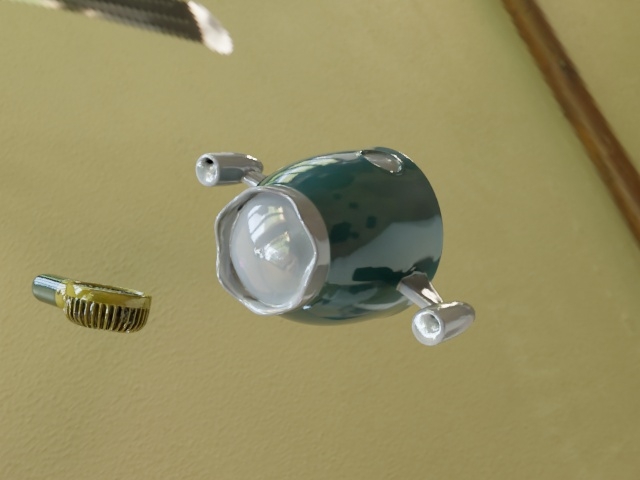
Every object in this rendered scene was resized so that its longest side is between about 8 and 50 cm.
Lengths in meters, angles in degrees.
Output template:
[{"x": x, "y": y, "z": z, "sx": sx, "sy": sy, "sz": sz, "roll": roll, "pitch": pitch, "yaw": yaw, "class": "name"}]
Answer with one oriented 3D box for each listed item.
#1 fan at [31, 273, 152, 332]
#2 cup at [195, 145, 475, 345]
[{"x": -0.230, "y": 0.060, "z": 1.028, "sx": 0.082, "sy": 0.155, "sz": 0.039, "roll": 10, "pitch": -89, "yaw": -46, "class": "fan"}, {"x": 0.000, "y": 0.000, "z": 0.931, "sx": 0.300, "sy": 0.167, "sz": 0.173, "roll": 35, "pitch": -156, "yaw": 28, "class": "cup"}]
